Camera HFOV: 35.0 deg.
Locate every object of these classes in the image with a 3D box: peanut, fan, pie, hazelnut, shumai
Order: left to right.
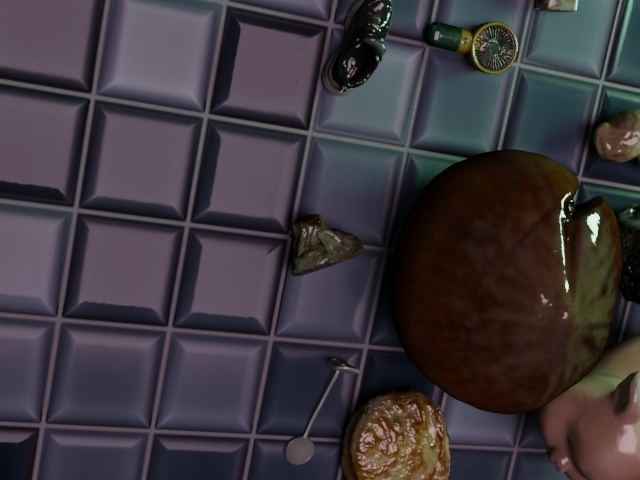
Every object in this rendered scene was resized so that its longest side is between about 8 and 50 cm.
[{"bbox_3d":[-0.001,0.000,1.573,0.124,0.099,0.087,-17,87,-39],"label":"shumai"},{"bbox_3d":[0.125,0.350,1.698,0.179,0.084,0.205,-13,105,-18],"label":"pie"},{"bbox_3d":[0.235,-0.313,1.605,0.155,0.039,0.082,10,100,-20],"label":"fan"},{"bbox_3d":[0.299,0.066,1.572,0.359,0.359,0.409,-2,112,-20],"label":"hazelnut"},{"bbox_3d":[0.565,-0.167,1.735,0.228,0.085,0.104,12,102,-21],"label":"peanut"}]

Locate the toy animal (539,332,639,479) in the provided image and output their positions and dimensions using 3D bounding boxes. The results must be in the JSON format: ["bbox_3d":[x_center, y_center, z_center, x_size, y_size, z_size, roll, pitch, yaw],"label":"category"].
[{"bbox_3d":[0.515,0.288,1.726,0.326,0.269,0.237,-30,106,-15],"label":"toy animal"}]

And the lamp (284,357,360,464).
[{"bbox_3d":[0.001,0.284,1.657,0.050,0.056,0.198,21,98,-26],"label":"lamp"}]

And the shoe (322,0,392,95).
[{"bbox_3d":[0.069,-0.292,1.517,0.071,0.099,0.169,27,92,-21],"label":"shoe"}]

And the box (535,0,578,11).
[{"bbox_3d":[0.383,-0.417,1.631,0.062,0.045,0.098,-2,105,-18],"label":"box"}]

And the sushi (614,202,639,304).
[{"bbox_3d":[0.664,0.018,1.755,0.350,0.211,0.170,-11,111,-12],"label":"sushi"}]
